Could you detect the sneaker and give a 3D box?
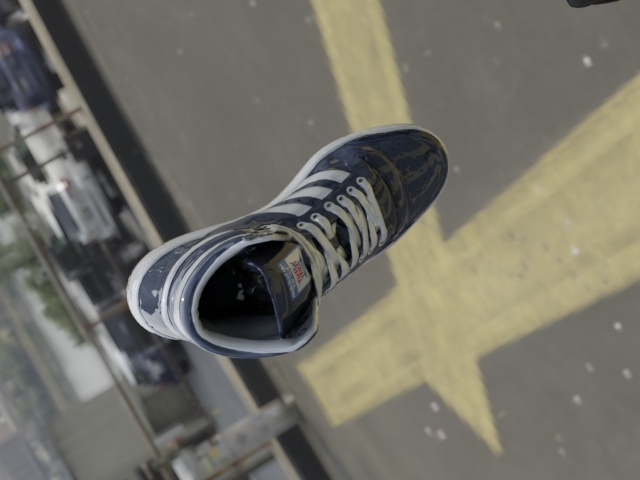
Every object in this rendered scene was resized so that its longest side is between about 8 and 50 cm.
[{"bbox_3d":[0.000,0.000,1.103,0.099,0.282,0.153,65,164,-13],"label":"sneaker"}]

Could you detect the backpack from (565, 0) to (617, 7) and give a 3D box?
[{"bbox_3d":[0.294,-0.469,1.802,0.355,0.273,0.290,34,128,52],"label":"backpack"}]
